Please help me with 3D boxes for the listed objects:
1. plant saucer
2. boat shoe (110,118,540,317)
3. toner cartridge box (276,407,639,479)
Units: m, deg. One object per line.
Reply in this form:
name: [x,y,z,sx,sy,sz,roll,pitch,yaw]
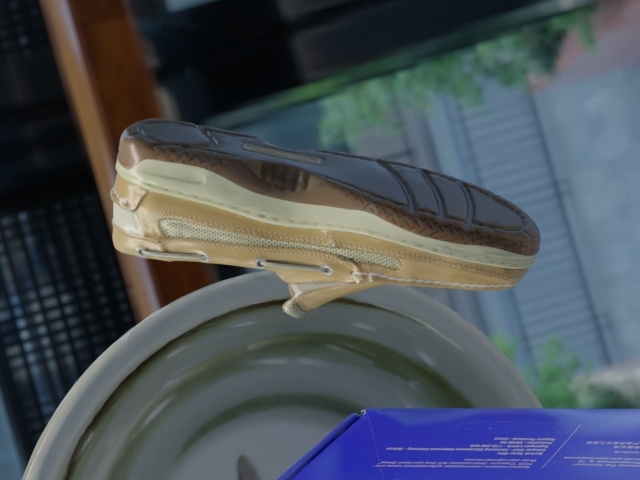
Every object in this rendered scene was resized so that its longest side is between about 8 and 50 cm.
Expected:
plant saucer: [-0.022,0.217,1.286,0.100,0.400,0.400,-2,105,68]
boat shoe: [0.000,0.000,0.861,0.068,0.190,0.072,-55,-22,-69]
toner cartridge box: [0.137,0.119,0.644,0.165,0.348,0.075,-36,-61,-56]
